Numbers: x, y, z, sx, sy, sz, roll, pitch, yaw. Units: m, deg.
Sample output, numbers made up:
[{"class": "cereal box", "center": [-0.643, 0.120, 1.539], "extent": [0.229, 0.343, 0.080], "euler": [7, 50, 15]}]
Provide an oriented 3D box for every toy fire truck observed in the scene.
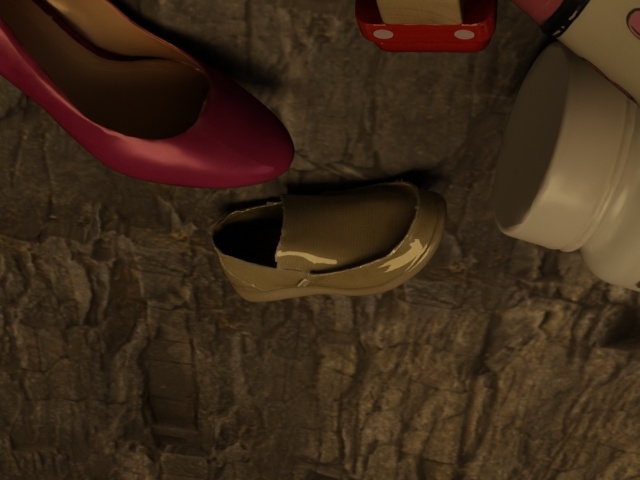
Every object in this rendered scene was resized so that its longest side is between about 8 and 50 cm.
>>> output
[{"class": "toy fire truck", "center": [0.070, -0.225, 1.464], "extent": [0.158, 0.217, 0.246], "euler": [1, 158, 10]}]

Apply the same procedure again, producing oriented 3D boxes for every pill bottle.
[{"class": "pill bottle", "center": [0.346, -0.040, 1.688], "extent": [0.361, 0.204, 0.204], "euler": [15, 147, -12]}]

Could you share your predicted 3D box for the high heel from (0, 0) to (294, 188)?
[{"class": "high heel", "center": [-0.182, -0.155, 1.688], "extent": [0.377, 0.127, 0.181], "euler": [19, 157, -11]}]

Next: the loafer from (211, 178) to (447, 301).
[{"class": "loafer", "center": [0.000, 0.000, 1.925], "extent": [0.268, 0.102, 0.092], "euler": [-16, 147, 34]}]

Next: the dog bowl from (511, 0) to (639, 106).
[{"class": "dog bowl", "center": [0.241, -0.276, 1.186], "extent": [0.150, 0.408, 0.408], "euler": [25, 146, -2]}]
